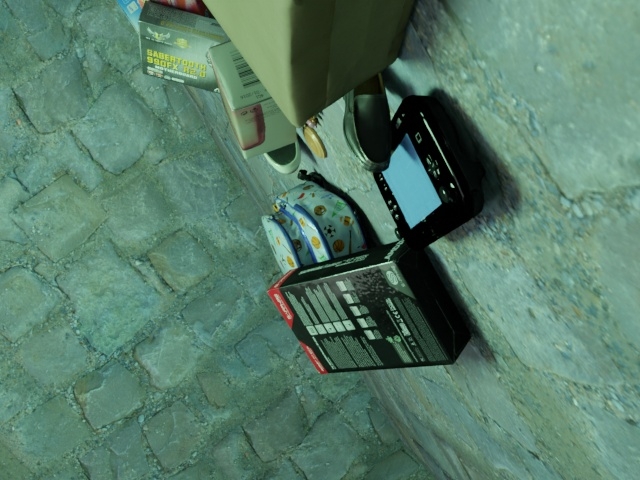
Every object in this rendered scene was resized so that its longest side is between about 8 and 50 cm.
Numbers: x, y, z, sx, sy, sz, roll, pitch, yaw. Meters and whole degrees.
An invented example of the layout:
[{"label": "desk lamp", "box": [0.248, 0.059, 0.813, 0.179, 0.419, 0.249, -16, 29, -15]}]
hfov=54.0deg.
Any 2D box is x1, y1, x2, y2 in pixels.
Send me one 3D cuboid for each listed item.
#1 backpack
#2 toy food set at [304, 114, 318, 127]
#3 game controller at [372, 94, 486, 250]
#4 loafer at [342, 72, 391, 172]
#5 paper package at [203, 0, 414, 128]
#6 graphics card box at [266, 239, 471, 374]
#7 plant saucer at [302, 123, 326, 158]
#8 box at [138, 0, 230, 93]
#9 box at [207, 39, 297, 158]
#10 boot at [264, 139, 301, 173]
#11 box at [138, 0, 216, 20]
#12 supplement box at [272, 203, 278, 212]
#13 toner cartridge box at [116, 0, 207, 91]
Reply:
[{"label": "backpack", "box": [0.000, 0.000, 1.452, 0.263, 0.213, 0.277, 17, 138, 59]}, {"label": "toy food set", "box": [-0.025, -0.256, 1.236, 0.078, 0.019, 0.122, 59, 171, -11]}, {"label": "game controller", "box": [0.133, -0.081, 0.863, 0.167, 0.067, 0.319, 56, 170, 5]}, {"label": "loafer", "box": [0.061, -0.171, 0.816, 0.061, 0.062, 0.170, 114, 147, -64]}, {"label": "paper package", "box": [-0.051, -0.332, 0.659, 0.325, 0.168, 0.309, 55, 170, 10]}, {"label": "graphics card box", "box": [0.084, 0.142, 1.245, 0.370, 0.094, 0.233, -18, 108, 48]}, {"label": "plant saucer", "box": [-0.015, -0.212, 1.355, 0.084, 0.013, 0.083, 55, 170, 15]}, {"label": "box", "box": [-0.261, -0.396, 1.330, 0.183, 0.230, 0.056, 126, 155, -67]}, {"label": "box", "box": [-0.133, -0.290, 1.279, 0.232, 0.126, 0.149, 93, 155, -74]}, {"label": "boot", "box": [-0.099, -0.219, 1.563, 0.244, 0.088, 0.176, 60, 175, 36]}, {"label": "box", "box": [-0.290, -0.494, 1.346, 0.257, 0.128, 0.123, 77, -160, -66]}, {"label": "supplement box", "box": [-0.049, -0.046, 1.815, 0.081, 0.104, 0.188, 47, 167, 44]}, {"label": "toner cartridge box", "box": [-0.379, -0.520, 1.635, 0.165, 0.075, 0.348, 54, -172, 11]}]
